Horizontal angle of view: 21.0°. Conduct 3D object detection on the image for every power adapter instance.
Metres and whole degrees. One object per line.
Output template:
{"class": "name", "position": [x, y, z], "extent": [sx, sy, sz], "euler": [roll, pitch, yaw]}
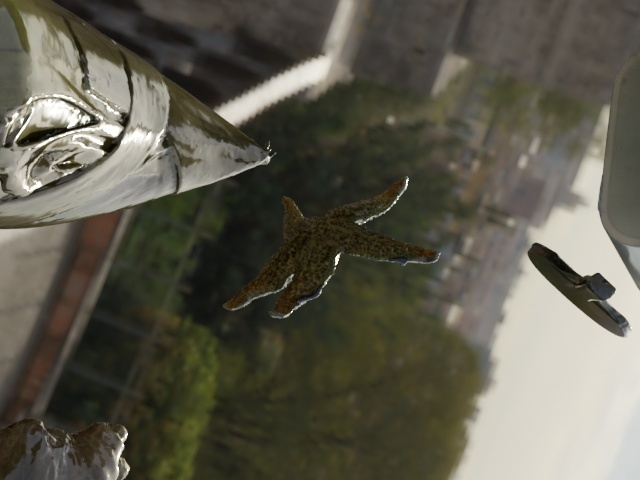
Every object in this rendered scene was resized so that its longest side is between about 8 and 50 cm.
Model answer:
{"class": "power adapter", "position": [0.345, -0.043, 1.597], "extent": [0.255, 0.124, 0.187], "euler": [43, 54, -63]}

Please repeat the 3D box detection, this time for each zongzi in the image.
{"class": "zongzi", "position": [-0.185, -0.125, 1.387], "extent": [0.500, 0.466, 0.218], "euler": [174, -85, -69]}

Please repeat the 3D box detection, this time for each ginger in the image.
{"class": "ginger", "position": [-0.266, 0.249, 1.288], "extent": [0.333, 0.080, 0.166], "euler": [-52, 123, -22]}

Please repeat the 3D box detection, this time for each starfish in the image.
{"class": "starfish", "position": [0.000, 0.000, 1.568], "extent": [0.208, 0.176, 0.053], "euler": [-27, 120, -17]}

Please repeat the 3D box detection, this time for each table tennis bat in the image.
{"class": "table tennis bat", "position": [0.257, 0.049, 1.686], "extent": [0.019, 0.130, 0.220], "euler": [-48, 178, -2]}
